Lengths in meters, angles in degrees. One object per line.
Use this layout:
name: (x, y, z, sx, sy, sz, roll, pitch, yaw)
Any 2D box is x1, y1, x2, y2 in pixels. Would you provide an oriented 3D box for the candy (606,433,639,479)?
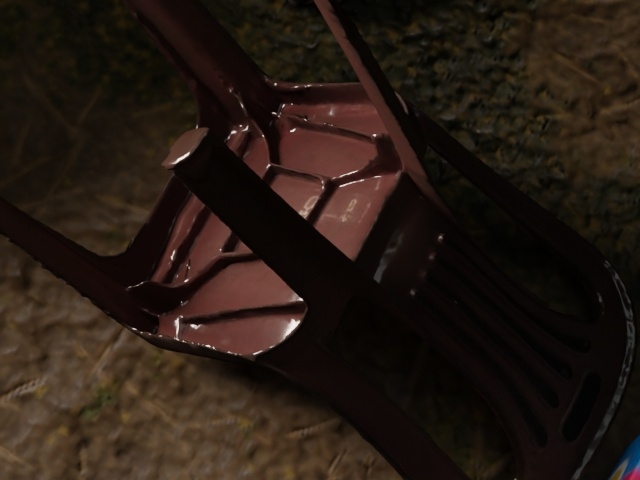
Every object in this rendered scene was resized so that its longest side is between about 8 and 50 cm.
candy: (0.156, 0.246, 0.798, 0.157, 0.100, 0.306, 31, 71, 4)

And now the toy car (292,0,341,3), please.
toy car: (0.027, -0.185, 0.948, 0.142, 0.055, 0.069, -29, 74, -17)

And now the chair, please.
chair: (0.000, 0.000, 0.853, 0.326, 0.183, 0.175, 47, 63, -39)
